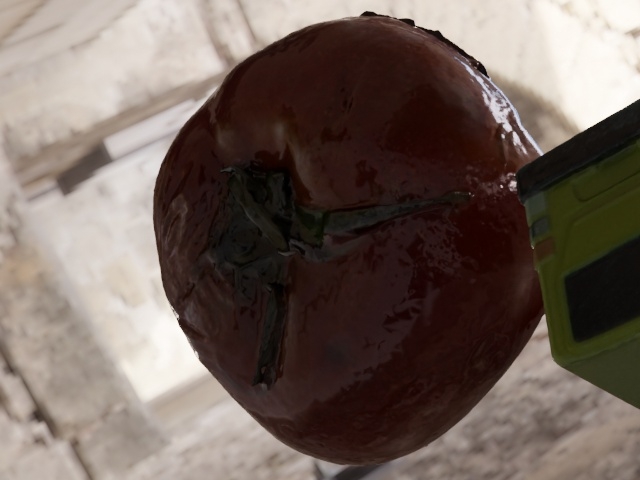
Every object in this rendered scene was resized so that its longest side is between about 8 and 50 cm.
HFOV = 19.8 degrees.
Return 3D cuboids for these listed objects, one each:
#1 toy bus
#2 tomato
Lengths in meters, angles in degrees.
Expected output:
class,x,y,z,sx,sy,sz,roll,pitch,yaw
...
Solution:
class,x,y,z,sx,sy,sz,roll,pitch,yaw
toy bus,0.155,0.024,0.638,0.088,0.175,0.101,-31,-133,32
tomato,-0.003,0.002,0.897,0.228,0.101,0.228,7,-80,43
